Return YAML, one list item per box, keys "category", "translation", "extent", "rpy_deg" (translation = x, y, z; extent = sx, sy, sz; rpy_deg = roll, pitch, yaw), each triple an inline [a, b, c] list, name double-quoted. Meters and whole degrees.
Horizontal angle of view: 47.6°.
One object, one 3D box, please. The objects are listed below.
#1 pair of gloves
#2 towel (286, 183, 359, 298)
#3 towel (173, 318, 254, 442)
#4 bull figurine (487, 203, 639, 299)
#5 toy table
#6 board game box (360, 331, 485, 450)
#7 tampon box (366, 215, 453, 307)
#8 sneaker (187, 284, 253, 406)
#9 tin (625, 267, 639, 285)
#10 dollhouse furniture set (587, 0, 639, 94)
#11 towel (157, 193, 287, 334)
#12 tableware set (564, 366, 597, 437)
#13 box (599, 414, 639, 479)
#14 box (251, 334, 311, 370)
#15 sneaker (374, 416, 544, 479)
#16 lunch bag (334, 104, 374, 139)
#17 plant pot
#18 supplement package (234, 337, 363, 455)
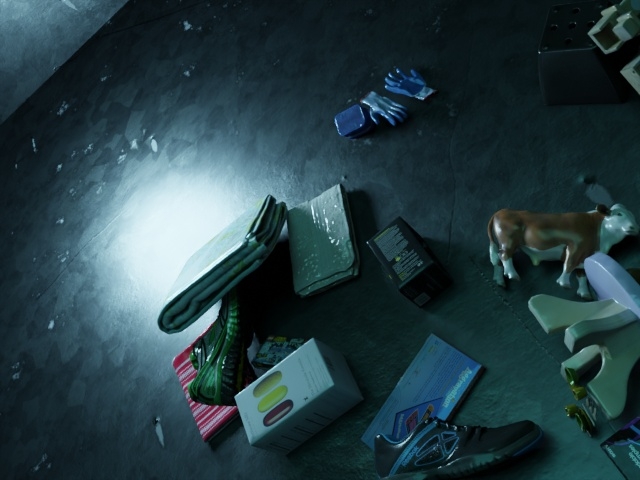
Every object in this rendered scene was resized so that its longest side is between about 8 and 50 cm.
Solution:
- category: "pair of gloves"
  translation: [0.201, -0.381, 1.917]
  extent: [0.198, 0.023, 0.159]
  rpy_deg: [-39, 51, -14]
- category: "towel"
  translation: [0.000, 0.000, 1.875]
  extent: [0.187, 0.049, 0.282]
  rpy_deg: [-26, 53, 22]
- category: "towel"
  translation: [-0.280, 0.358, 1.895]
  extent: [0.199, 0.031, 0.275]
  rpy_deg: [-43, 49, 10]
- category: "bull figurine"
  translation: [0.487, 0.011, 1.481]
  extent: [0.310, 0.101, 0.188]
  rpy_deg: [5, 71, 37]
- category: "toy table"
  translation: [0.509, 0.172, 1.305]
  extent: [0.160, 0.252, 0.274]
  rpy_deg: [-28, 48, 0]
- category: "board game box"
  translation: [0.215, 0.349, 1.543]
  extent: [0.145, 0.027, 0.281]
  rpy_deg: [33, 87, 43]
- category: "tampon box"
  translation: [0.203, 0.048, 1.652]
  extent: [0.101, 0.120, 0.161]
  rpy_deg: [-40, 49, 11]
- category: "sneaker"
  translation: [-0.257, 0.250, 1.824]
  extent: [0.146, 0.134, 0.344]
  rpy_deg: [-4, 49, 12]
- category: "tin"
  translation: [0.647, 0.094, 1.319]
  extent: [0.189, 0.106, 0.040]
  rpy_deg: [14, 82, 41]
- category: "dollhouse furniture set"
  translation: [0.733, -0.380, 1.345]
  extent: [0.174, 0.303, 0.355]
  rpy_deg: [-47, 8, -5]
- category: "towel"
  translation: [-0.252, 0.056, 1.900]
  extent: [0.374, 0.090, 0.320]
  rpy_deg: [-37, 16, 22]
- category: "tableware set"
  translation: [0.462, 0.294, 1.314]
  extent: [0.024, 0.154, 0.104]
  rpy_deg: [-21, 55, 2]
- category: "box"
  translation: [0.589, 0.359, 1.266]
  extent: [0.162, 0.029, 0.116]
  rpy_deg: [-42, 49, 11]
- category: "box"
  translation: [-0.092, 0.278, 1.780]
  extent: [0.137, 0.027, 0.094]
  rpy_deg: [0, 41, 36]
- category: "sneaker"
  translation: [0.255, 0.396, 1.403]
  extent: [0.340, 0.125, 0.140]
  rpy_deg: [-23, 61, 17]
- category: "lunch bag"
  translation: [0.098, -0.322, 1.967]
  extent: [0.098, 0.065, 0.067]
  rpy_deg: [-22, 75, 27]
- category: "plant pot"
  translation: [0.582, -0.424, 1.607]
  extent: [0.188, 0.167, 0.188]
  rpy_deg: [7, 71, 37]
- category: "supplement package"
  translation: [-0.051, 0.361, 1.657]
  extent: [0.244, 0.134, 0.139]
  rpy_deg: [-39, 49, 13]
